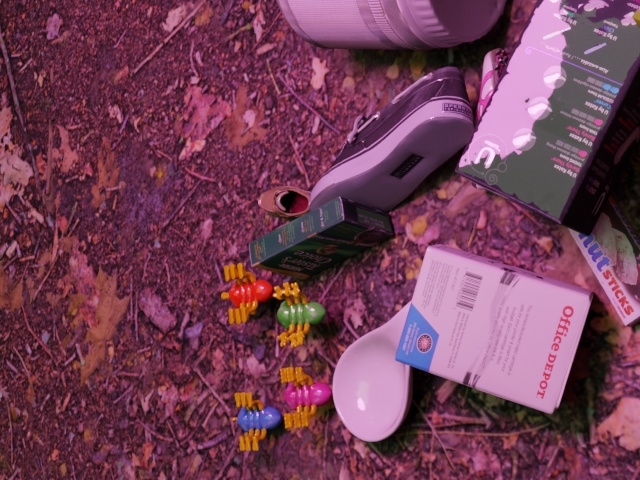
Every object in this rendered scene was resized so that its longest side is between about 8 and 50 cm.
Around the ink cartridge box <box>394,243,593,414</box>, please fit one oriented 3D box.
[{"bbox_3d":[0.211,0.104,1.343,0.203,0.086,0.148,18,97,15],"label":"ink cartridge box"}]

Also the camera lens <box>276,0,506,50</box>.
[{"bbox_3d":[0.087,-0.365,1.477,0.274,0.219,0.219,10,91,42],"label":"camera lens"}]

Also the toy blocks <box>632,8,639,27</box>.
[{"bbox_3d":[0.469,-0.263,1.073,0.261,0.381,0.191,-48,32,3],"label":"toy blocks"}]

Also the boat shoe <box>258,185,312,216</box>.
[{"bbox_3d":[-0.048,-0.060,1.674,0.135,0.045,0.050,3,86,42],"label":"boat shoe"}]

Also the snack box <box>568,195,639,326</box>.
[{"bbox_3d":[0.349,0.011,1.324,0.064,0.022,0.178,-42,59,30],"label":"snack box"}]

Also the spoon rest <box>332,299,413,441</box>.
[{"bbox_3d":[0.106,0.152,1.482,0.276,0.084,0.137,-53,53,22],"label":"spoon rest"}]

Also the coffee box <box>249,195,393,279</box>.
[{"bbox_3d":[0.000,0.000,1.577,0.184,0.113,0.040,-26,62,35],"label":"coffee box"}]

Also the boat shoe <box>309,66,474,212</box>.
[{"bbox_3d":[0.088,-0.130,1.512,0.306,0.113,0.105,-42,41,47],"label":"boat shoe"}]

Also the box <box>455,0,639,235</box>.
[{"bbox_3d":[0.292,-0.160,1.269,0.143,0.165,0.270,28,97,25],"label":"box"}]

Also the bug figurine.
[{"bbox_3d":[-0.067,0.170,1.635,0.216,0.072,0.279,-5,88,47],"label":"bug figurine"}]

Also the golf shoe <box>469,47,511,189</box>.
[{"bbox_3d":[0.220,-0.155,1.432,0.086,0.067,0.186,-10,78,42],"label":"golf shoe"}]
